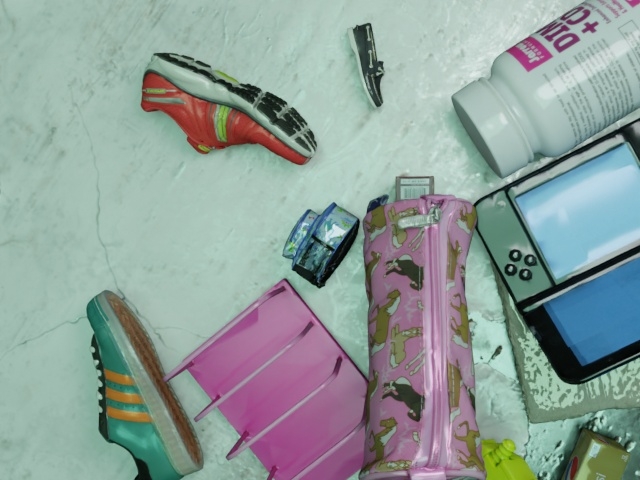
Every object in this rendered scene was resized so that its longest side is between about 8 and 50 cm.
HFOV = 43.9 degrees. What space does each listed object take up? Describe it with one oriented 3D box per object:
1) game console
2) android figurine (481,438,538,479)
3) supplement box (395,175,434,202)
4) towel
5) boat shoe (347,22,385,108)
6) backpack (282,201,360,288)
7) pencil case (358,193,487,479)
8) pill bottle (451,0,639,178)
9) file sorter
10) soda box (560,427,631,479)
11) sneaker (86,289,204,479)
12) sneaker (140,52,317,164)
[{"bbox_3d":[0.374,0.000,1.004,0.293,0.173,0.250,-27,88,7],"label":"game console"},{"bbox_3d":[0.205,0.381,1.065,0.056,0.248,0.272,6,129,-32],"label":"android figurine"},{"bbox_3d":[0.134,-0.068,1.120,0.055,0.083,0.043,-1,91,6],"label":"supplement box"},{"bbox_3d":[0.354,0.110,1.121,0.187,0.049,0.282,-12,90,9],"label":"towel"},{"bbox_3d":[0.073,-0.252,1.142,0.038,0.046,0.125,-17,82,11],"label":"boat shoe"},{"bbox_3d":[0.000,0.000,1.128,0.084,0.105,0.114,35,90,3],"label":"backpack"},{"bbox_3d":[0.127,0.129,1.000,0.160,0.167,0.385,-15,60,33],"label":"pencil case"},{"bbox_3d":[0.330,-0.211,1.055,0.283,0.160,0.160,-32,88,6],"label":"pill bottle"},{"bbox_3d":[-0.049,0.233,1.102,0.202,0.182,0.290,-39,87,6],"label":"file sorter"},{"bbox_3d":[0.369,0.364,1.120,0.058,0.061,0.181,22,94,5],"label":"soda box"},{"bbox_3d":[-0.288,0.226,1.165,0.121,0.108,0.302,-25,90,2],"label":"sneaker"},{"bbox_3d":[-0.135,-0.172,1.155,0.279,0.107,0.118,28,113,8],"label":"sneaker"}]
